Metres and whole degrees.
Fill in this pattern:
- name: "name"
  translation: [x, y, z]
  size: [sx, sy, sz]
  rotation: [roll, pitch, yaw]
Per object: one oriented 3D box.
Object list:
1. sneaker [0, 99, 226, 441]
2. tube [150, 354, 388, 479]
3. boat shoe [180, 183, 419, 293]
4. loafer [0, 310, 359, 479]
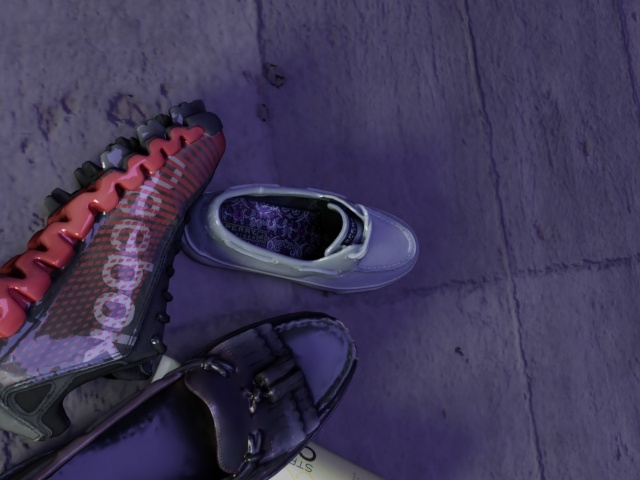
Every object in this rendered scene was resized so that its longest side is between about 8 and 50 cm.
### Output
- name: "sneaker"
  translation: [-0.146, 0.022, 0.569]
  size: [0.135, 0.098, 0.276]
  rotation: [46, 64, -17]
- name: "tube"
  translation: [-0.036, 0.183, 0.637]
  size: [0.240, 0.062, 0.070]
  rotation: [29, 28, -16]
- name: "boat shoe"
  translation: [0.000, -0.001, 0.670]
  size: [0.228, 0.081, 0.079]
  rotation: [7, 79, -30]
- name: "loafer"
  translation: [-0.093, 0.139, 0.552]
  size: [0.303, 0.095, 0.109]
  rotation: [-28, 84, -20]
